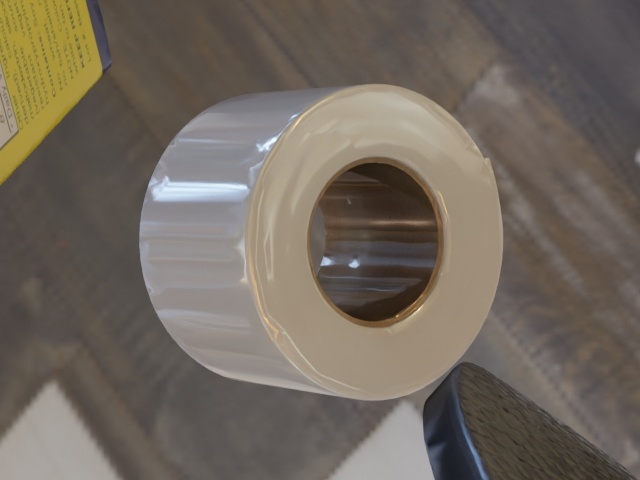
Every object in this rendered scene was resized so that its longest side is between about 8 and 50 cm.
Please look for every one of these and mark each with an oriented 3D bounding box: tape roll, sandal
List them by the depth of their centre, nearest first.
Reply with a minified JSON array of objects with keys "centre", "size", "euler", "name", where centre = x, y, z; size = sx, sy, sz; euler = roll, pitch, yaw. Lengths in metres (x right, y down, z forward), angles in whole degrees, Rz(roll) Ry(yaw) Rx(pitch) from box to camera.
[{"centre":[0.066,0.111,0.630],"size":[0.097,0.254,0.054],"euler":[36,106,-9],"name":"sandal"},{"centre":[0.000,0.000,1.581],"size":[0.169,0.246,0.246],"euler":[1,87,56],"name":"tape roll"}]

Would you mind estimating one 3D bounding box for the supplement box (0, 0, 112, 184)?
[{"centre":[-0.253,-0.109,0.930],"size":[0.195,0.356,0.194],"euler":[-10,108,12],"name":"supplement box"}]
